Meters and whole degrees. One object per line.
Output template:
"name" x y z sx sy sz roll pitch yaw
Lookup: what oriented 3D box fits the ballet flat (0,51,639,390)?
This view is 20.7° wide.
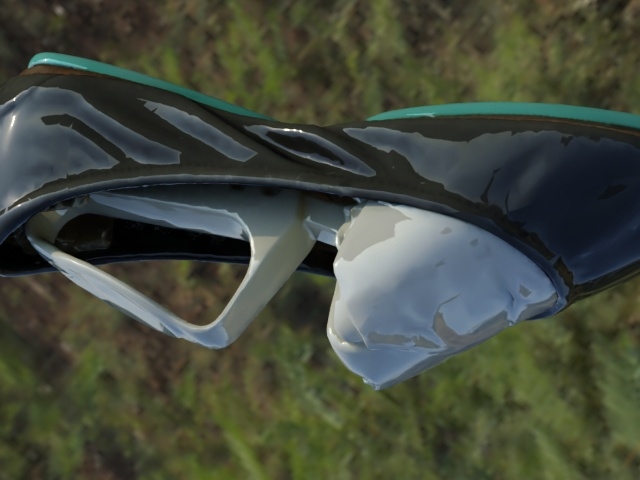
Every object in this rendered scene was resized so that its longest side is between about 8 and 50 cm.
"ballet flat" 0.000 0.000 0.619 0.281 0.096 0.095 7 156 24
